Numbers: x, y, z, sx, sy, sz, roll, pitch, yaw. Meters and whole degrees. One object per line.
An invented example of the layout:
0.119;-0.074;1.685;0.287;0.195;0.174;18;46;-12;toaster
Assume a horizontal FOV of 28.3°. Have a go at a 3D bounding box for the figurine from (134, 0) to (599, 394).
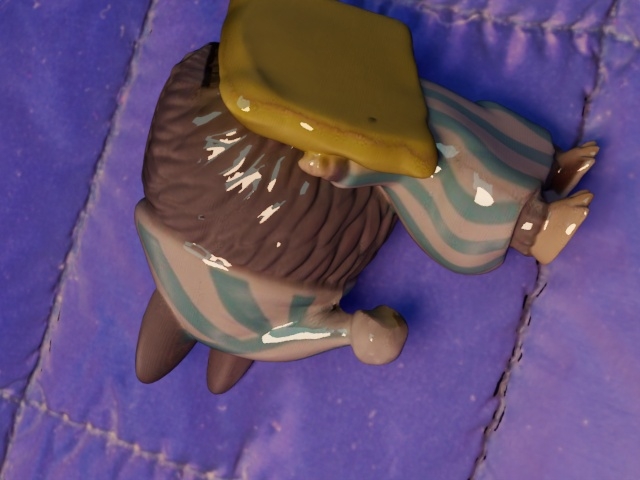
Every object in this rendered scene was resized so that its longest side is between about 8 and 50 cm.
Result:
0.000;0.000;1.157;0.361;0.266;0.377;27;125;0;figurine
